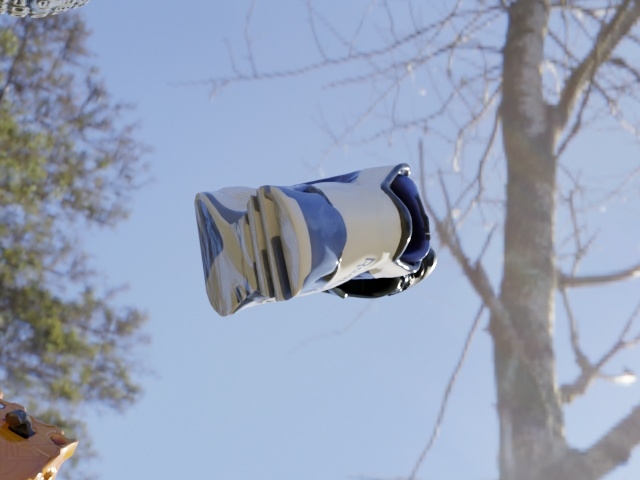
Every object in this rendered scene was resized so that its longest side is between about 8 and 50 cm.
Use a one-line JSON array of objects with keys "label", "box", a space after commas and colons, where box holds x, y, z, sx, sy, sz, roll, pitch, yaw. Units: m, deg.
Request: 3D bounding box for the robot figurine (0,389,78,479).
[{"label": "robot figurine", "box": [-0.185, 0.144, 0.344, 0.085, 0.291, 0.211, 27, -74, 15]}]

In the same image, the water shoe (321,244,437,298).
[{"label": "water shoe", "box": [0.068, 0.040, 1.407, 0.203, 0.080, 0.072, -3, -66, -41]}]

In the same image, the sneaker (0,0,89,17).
[{"label": "sneaker", "box": [-0.227, -0.304, 1.235, 0.111, 0.297, 0.129, -19, -87, 61]}]

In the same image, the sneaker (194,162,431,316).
[{"label": "sneaker", "box": [0.000, 0.000, 1.209, 0.182, 0.127, 0.315, -8, 2, -23]}]
